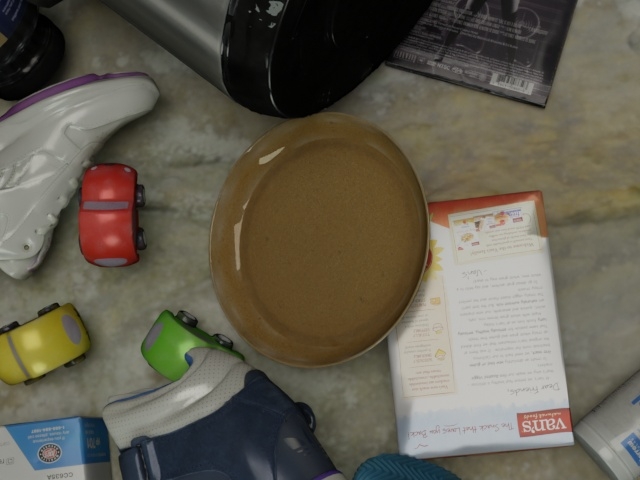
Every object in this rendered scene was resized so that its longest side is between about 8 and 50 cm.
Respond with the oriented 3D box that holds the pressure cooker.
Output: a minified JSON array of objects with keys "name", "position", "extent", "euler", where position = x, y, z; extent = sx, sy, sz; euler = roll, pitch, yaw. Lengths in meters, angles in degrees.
[{"name":"pressure cooker","position":[-0.094,-0.351,0.927],"extent":[0.420,0.375,0.370],"euler":[39,56,14]}]

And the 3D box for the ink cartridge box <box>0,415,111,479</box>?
[{"name":"ink cartridge box","position":[-0.265,0.265,0.976],"extent":[0.139,0.082,0.191],"euler":[-9,78,4]}]

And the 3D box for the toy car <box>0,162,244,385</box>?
[{"name":"toy car","position":[-0.173,0.075,0.990],"extent":[0.225,0.053,0.239],"euler":[31,94,-4]}]

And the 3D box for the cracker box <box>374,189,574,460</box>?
[{"name":"cracker box","position":[0.138,0.080,0.979],"extent":[0.155,0.067,0.232],"euler":[-6,79,6]}]

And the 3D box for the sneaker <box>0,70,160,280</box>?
[{"name":"sneaker","position":[-0.280,-0.056,1.037],"extent":[0.305,0.114,0.152],"euler":[-31,100,-2]}]

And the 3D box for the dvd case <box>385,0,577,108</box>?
[{"name":"dvd case","position":[0.175,-0.256,1.060],"extent":[0.164,0.018,0.221],"euler":[17,83,9]}]

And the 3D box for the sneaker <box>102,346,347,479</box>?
[{"name":"sneaker","position":[-0.129,0.250,0.946],"extent":[0.236,0.130,0.323],"euler":[45,108,26]}]

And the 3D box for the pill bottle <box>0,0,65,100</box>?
[{"name":"pill bottle","position":[-0.343,-0.228,0.991],"extent":[0.122,0.219,0.123],"euler":[-14,57,23]}]

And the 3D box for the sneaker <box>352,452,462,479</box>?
[{"name":"sneaker","position":[0.119,0.270,0.915],"extent":[0.228,0.087,0.092],"euler":[33,115,-4]}]

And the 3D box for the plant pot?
[{"name":"plant pot","position":[0.000,0.000,0.984],"extent":[0.236,0.032,0.236],"euler":[-5,80,30]}]

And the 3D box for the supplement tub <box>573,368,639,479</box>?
[{"name":"supplement tub","position":[0.287,0.161,0.949],"extent":[0.107,0.071,0.071],"euler":[-40,79,-3]}]
